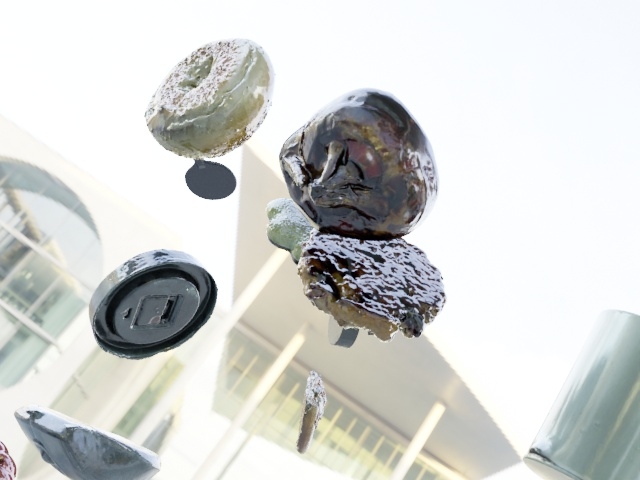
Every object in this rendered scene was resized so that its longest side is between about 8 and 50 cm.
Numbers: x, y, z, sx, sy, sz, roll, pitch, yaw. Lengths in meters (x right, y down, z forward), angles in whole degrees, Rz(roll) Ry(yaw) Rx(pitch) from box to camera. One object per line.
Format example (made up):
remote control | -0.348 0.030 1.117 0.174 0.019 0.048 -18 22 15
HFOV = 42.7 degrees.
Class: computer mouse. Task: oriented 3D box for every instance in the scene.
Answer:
computer mouse | -0.479 0.435 1.673 0.188 0.122 0.371 10 -24 37

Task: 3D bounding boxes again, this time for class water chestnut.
water chestnut | 0.067 -0.116 1.425 0.289 0.244 0.289 42 -15 14

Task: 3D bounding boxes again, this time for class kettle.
kettle | 0.533 0.321 1.464 0.205 0.318 0.265 19 -21 42

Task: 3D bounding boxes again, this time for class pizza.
pizza | -0.017 0.376 1.872 0.052 0.195 0.185 13 -51 -3

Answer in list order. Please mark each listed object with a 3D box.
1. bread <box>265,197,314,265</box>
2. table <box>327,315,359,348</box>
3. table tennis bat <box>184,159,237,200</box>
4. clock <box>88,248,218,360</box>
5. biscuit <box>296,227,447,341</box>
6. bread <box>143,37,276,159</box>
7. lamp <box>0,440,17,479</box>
bread | 0.000 0.000 1.826 0.286 0.207 0.056 23 -58 -1
table | 0.059 0.194 2.000 0.043 0.133 0.133 13 -19 -15
table tennis bat | -0.328 -0.196 2.331 0.150 0.027 0.236 -12 -43 14
clock | -0.354 0.136 1.732 0.055 0.281 0.280 53 -10 38
biscuit | 0.094 0.075 1.535 0.289 0.334 0.081 29 -58 5
bread | -0.223 -0.288 1.716 0.305 0.305 0.159 16 -29 40
lamp | -0.604 0.393 1.381 0.182 0.182 0.140 35 -59 5
